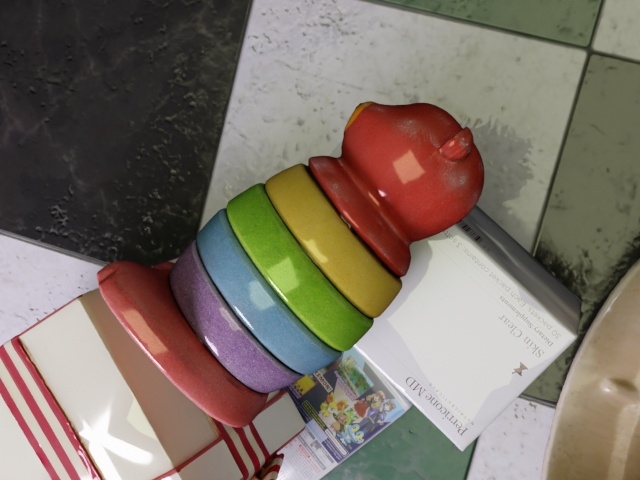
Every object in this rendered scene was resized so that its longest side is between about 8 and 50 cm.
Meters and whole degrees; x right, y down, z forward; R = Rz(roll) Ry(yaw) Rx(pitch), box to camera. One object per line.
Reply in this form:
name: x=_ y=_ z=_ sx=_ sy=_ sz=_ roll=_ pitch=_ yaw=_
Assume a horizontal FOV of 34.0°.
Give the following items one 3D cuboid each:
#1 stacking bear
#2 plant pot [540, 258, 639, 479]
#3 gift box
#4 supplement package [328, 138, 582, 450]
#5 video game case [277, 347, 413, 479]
stacking bear: x=0.000 y=0.000 z=0.831 sx=0.289 sy=0.175 sz=0.164 roll=-39 pitch=82 yaw=8
plant pot: x=0.388 y=0.196 z=0.843 sx=0.306 sy=0.334 sz=0.333 roll=19 pitch=100 yaw=-5
gift box: x=-0.204 y=0.195 z=1.039 sx=0.255 sy=0.276 sz=0.258 roll=-32 pitch=88 yaw=31
supplement package: x=0.099 y=0.035 z=0.989 sx=0.262 sy=0.204 sz=0.145 roll=43 pitch=104 yaw=8
video game case: x=-0.032 y=0.153 z=1.130 sx=0.183 sy=0.023 sz=0.201 roll=-41 pitch=83 yaw=15
